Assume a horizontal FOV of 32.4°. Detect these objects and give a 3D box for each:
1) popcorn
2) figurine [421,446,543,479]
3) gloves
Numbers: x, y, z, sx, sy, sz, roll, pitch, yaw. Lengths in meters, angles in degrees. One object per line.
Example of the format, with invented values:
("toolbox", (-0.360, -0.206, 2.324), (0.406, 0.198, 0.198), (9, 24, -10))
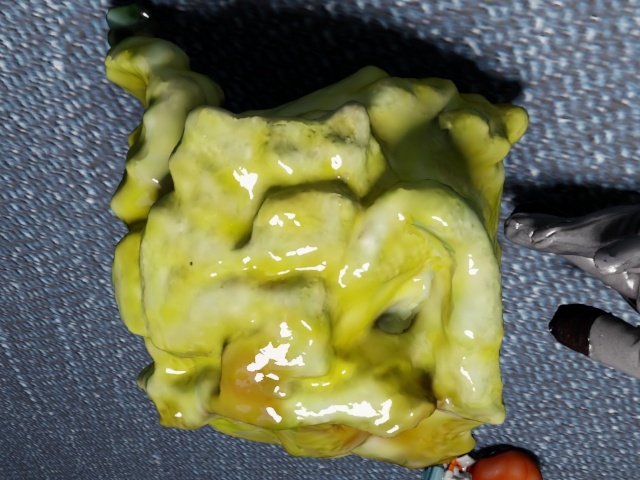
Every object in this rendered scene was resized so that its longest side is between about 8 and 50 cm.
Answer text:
("popcorn", (-0.001, 0.008, 0.659), (0.292, 0.237, 0.293), (12, 154, 6))
("figurine", (0.169, 0.253, 1.144), (0.140, 0.075, 0.068), (-9, 141, 41))
("gloves", (0.244, 0.050, 0.704), (0.285, 0.119, 0.142), (31, 121, 18))
